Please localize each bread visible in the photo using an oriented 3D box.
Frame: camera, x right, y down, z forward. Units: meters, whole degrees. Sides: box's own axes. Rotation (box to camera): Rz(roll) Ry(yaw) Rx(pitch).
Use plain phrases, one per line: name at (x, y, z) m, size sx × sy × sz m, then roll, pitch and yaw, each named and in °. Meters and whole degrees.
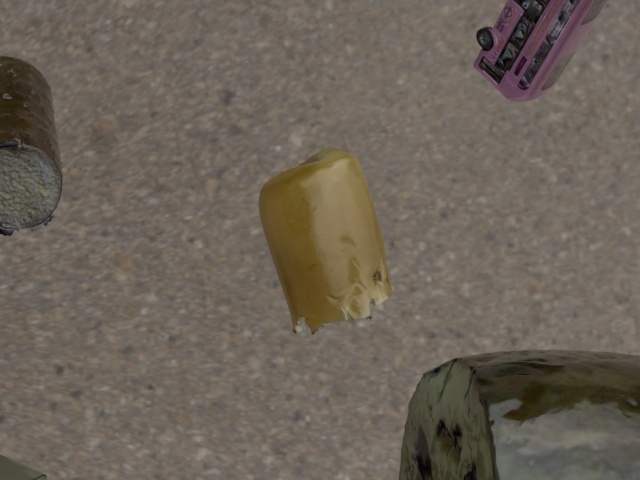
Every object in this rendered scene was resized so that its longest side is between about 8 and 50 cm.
bread at (-0.002, 0.001, 1.172) m, size 0.085 × 0.134 × 0.173 m, roll -20°, pitch 94°, yaw -38°

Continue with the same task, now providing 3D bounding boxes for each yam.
yam at (-0.236, -0.076, 0.888) m, size 0.084 × 0.084 × 0.127 m, roll 19°, pitch 34°, yaw -27°

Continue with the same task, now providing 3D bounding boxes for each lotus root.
lotus root at (0.229, 0.195, 0.725) m, size 0.346 × 0.250 × 0.251 m, roll 11°, pitch 79°, yaw -13°

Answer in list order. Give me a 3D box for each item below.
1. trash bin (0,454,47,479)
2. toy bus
trash bin at (-0.307, 0.225, 1.072) m, size 0.061 × 0.092 × 0.043 m, roll -14°, pitch 118°, yaw -67°
toy bus at (0.221, -0.225, 1.139) m, size 0.063 × 0.203 × 0.090 m, roll -30°, pitch 68°, yaw -34°
